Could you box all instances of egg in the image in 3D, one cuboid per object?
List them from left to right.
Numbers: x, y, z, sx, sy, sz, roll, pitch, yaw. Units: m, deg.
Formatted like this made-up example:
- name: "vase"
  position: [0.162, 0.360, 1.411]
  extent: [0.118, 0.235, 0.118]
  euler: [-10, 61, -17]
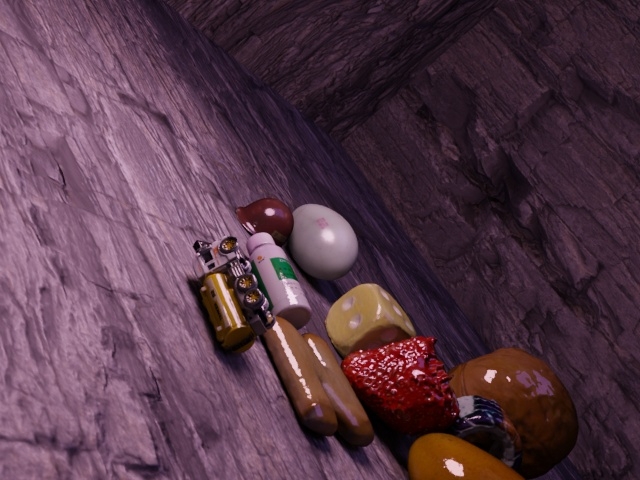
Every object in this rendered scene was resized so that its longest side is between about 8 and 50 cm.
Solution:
- name: "egg"
  position: [0.000, 0.000, 2.204]
  extent: [0.183, 0.183, 0.264]
  euler: [36, 12, -46]

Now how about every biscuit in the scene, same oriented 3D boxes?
- name: "biscuit"
  position: [-0.007, 0.288, 1.636]
  extent: [0.237, 0.062, 0.290]
  euler: [35, 18, -47]

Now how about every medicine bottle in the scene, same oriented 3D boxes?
- name: "medicine bottle"
  position: [-0.103, 0.089, 1.805]
  extent: [0.095, 0.095, 0.260]
  euler: [36, 19, -46]

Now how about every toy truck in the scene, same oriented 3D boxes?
- name: "toy truck"
  position: [-0.171, 0.101, 1.502]
  extent: [0.226, 0.114, 0.098]
  euler: [61, -5, 39]

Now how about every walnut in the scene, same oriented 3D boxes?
- name: "walnut"
  position: [0.512, 0.485, 2.180]
  extent: [0.398, 0.354, 0.308]
  euler: [44, 44, -8]

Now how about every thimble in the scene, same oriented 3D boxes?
- name: "thimble"
  position: [0.375, 0.506, 1.963]
  extent: [0.237, 0.237, 0.150]
  euler: [47, 9, -10]

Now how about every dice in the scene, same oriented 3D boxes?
- name: "dice"
  position: [0.129, 0.227, 2.016]
  extent: [0.166, 0.169, 0.169]
  euler: [40, 16, -34]

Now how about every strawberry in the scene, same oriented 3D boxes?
- name: "strawberry"
  position: [0.194, 0.348, 1.856]
  extent: [0.261, 0.258, 0.261]
  euler: [-21, 90, -89]

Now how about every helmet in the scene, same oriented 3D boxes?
- name: "helmet"
  position: [-0.136, -0.061, 2.104]
  extent: [0.175, 0.106, 0.155]
  euler: [32, 21, -43]

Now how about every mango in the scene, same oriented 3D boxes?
- name: "mango"
  position: [0.330, 0.558, 1.667]
  extent: [0.378, 0.221, 0.264]
  euler: [44, 10, 31]

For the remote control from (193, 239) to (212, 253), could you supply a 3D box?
- name: "remote control"
  position: [-0.193, 0.096, 1.638]
  extent: [0.245, 0.025, 0.063]
  euler: [57, 16, 27]
